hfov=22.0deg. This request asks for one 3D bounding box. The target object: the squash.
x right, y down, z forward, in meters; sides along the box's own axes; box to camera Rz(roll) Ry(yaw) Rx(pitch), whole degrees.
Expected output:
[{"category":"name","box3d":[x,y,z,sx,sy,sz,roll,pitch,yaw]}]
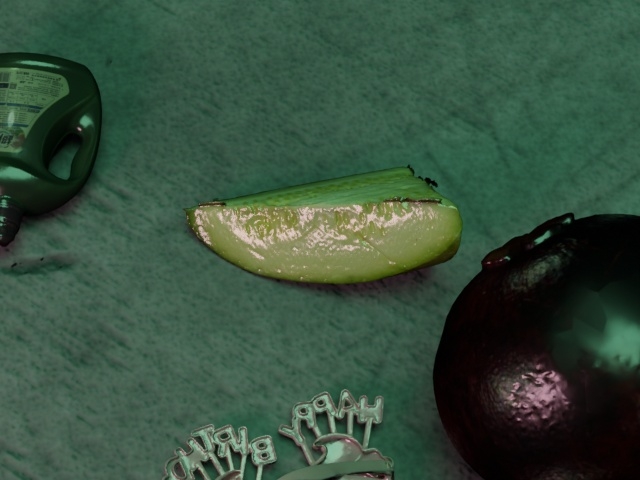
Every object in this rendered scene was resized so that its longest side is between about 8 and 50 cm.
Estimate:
[{"category":"squash","box3d":[0.000,0.000,1.686,0.252,0.093,0.169,-11,17,-13]}]

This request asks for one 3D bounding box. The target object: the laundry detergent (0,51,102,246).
[{"category":"laundry detergent","box3d":[-0.305,-0.089,1.721,0.144,0.078,0.221,6,59,-7]}]

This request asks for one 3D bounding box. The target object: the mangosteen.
[{"category":"mangosteen","box3d":[0.270,0.146,1.543,0.307,0.307,0.347,-28,94,-20]}]

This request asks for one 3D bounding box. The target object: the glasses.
[{"category":"glasses","box3d":[-0.036,0.218,1.566,0.255,0.095,0.162,-17,55,-18]}]
